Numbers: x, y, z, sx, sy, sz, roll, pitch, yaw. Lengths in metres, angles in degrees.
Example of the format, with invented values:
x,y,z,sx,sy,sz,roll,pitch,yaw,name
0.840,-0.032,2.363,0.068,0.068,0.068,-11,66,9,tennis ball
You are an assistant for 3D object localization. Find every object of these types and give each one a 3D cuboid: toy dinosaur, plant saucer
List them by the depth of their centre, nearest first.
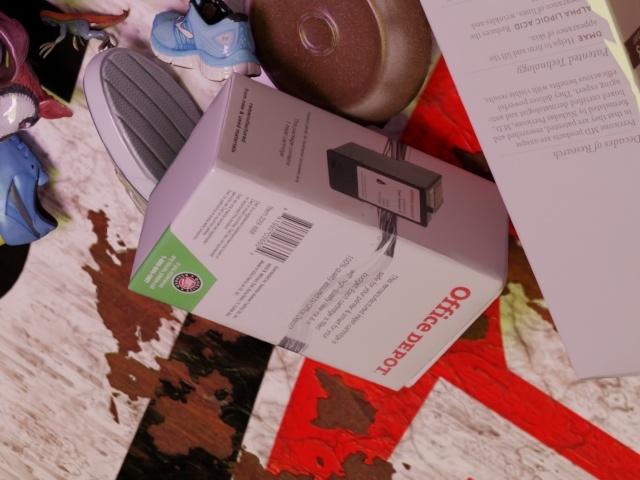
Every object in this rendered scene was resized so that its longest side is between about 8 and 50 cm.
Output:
x,y,z,sx,sy,sz,roll,pitch,yaw,name
0.005,-0.188,1.578,0.198,0.036,0.199,17,124,28,plant saucer
-0.238,-0.213,1.755,0.082,0.047,0.090,40,104,11,toy dinosaur

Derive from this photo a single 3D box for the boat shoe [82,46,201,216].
x,y,z,sx,sy,sz,roll,pitch,yaw,name
-0.152,-0.054,1.767,0.094,0.109,0.302,-13,119,41,boat shoe

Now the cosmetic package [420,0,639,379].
x,y,z,sx,sy,sz,roll,pitch,yaw,name
0.234,-0.108,1.371,0.156,0.217,0.385,-11,114,39,cosmetic package

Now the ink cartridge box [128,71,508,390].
x,y,z,sx,sy,sz,roll,pitch,yaw,name
0.000,0.000,1.631,0.289,0.122,0.211,22,139,-16,ink cartridge box

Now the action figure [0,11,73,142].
x,y,z,sx,sy,sz,roll,pitch,yaw,name
-0.401,-0.205,1.721,0.370,0.276,0.248,21,155,-39,action figure

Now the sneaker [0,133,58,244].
x,y,z,sx,sy,sz,roll,pitch,yaw,name
-0.337,-0.095,1.894,0.082,0.069,0.209,-14,111,3,sneaker

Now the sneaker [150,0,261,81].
x,y,z,sx,sy,sz,roll,pitch,yaw,name
-0.103,-0.195,1.636,0.162,0.063,0.073,24,119,52,sneaker

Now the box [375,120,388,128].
x,y,z,sx,sy,sz,roll,pitch,yaw,name
0.032,-0.148,1.630,0.083,0.018,0.067,28,135,11,box
